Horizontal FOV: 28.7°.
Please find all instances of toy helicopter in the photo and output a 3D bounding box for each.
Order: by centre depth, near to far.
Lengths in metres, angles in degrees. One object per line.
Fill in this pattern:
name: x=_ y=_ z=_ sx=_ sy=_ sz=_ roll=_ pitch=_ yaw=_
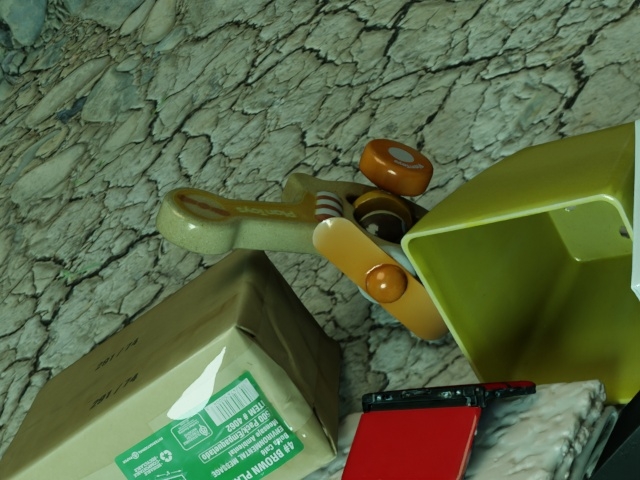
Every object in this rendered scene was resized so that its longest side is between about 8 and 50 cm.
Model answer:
toy helicopter: x=0.000 y=0.000 z=1.303 sx=0.235 sy=0.355 sz=0.140 roll=53 pitch=130 yaw=45

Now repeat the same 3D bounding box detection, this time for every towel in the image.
towel: x=0.064 y=0.241 z=1.067 sx=0.317 sy=0.053 sz=0.332 roll=-15 pitch=18 yaw=39

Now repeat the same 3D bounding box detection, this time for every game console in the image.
game console: x=0.104 y=0.172 z=1.103 sx=0.144 sy=0.124 sz=0.085 roll=-11 pitch=81 yaw=46

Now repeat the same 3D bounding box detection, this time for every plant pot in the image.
plant pot: x=0.237 y=0.009 z=1.135 sx=0.212 sy=0.212 sz=0.187 roll=-12 pitch=29 yaw=39

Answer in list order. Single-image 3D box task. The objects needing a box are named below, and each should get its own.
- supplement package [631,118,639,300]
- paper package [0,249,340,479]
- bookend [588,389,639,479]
supplement package: x=0.403 y=-0.009 z=0.964 sx=0.262 sy=0.198 sz=0.199 roll=-20 pitch=37 yaw=31
paper package: x=-0.153 y=0.185 z=1.290 sx=0.324 sy=0.168 sz=0.309 roll=-34 pitch=14 yaw=11
bookend: x=0.306 y=0.171 z=0.949 sx=0.157 sy=0.156 sz=0.072 roll=28 pitch=65 yaw=11
